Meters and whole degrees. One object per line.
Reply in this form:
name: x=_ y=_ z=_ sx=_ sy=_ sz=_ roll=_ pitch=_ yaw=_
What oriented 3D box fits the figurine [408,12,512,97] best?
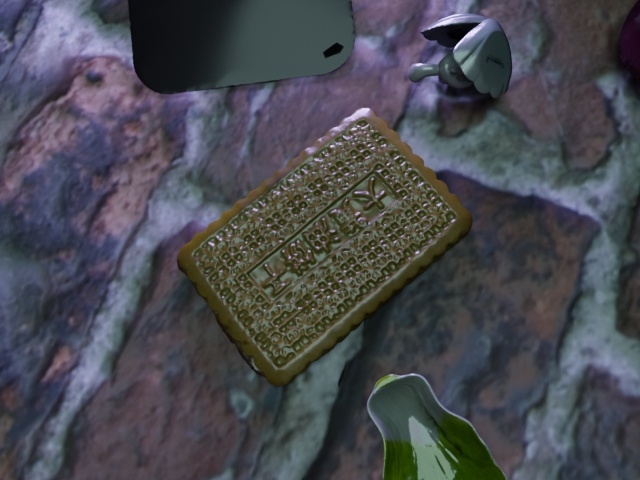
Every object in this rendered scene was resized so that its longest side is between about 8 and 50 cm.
figurine: x=0.141 y=-0.177 z=0.560 sx=0.094 sy=0.086 sz=0.082 roll=7 pitch=91 yaw=-35

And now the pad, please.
pad: x=-0.129 y=-0.346 z=0.653 sx=0.314 sy=0.063 sz=0.376 roll=-5 pitch=85 yaw=3

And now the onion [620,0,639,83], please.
onion: x=0.342 y=-0.195 z=0.530 sx=0.115 sy=0.104 sz=0.115 roll=-6 pitch=73 yaw=21

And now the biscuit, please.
biscuit: x=0.000 y=0.000 z=0.547 sx=0.254 sy=0.029 sz=0.172 roll=-39 pitch=76 yaw=-5

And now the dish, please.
dish: x=0.091 y=0.178 z=0.488 sx=0.091 sy=0.039 sz=0.137 roll=-30 pitch=74 yaw=2
